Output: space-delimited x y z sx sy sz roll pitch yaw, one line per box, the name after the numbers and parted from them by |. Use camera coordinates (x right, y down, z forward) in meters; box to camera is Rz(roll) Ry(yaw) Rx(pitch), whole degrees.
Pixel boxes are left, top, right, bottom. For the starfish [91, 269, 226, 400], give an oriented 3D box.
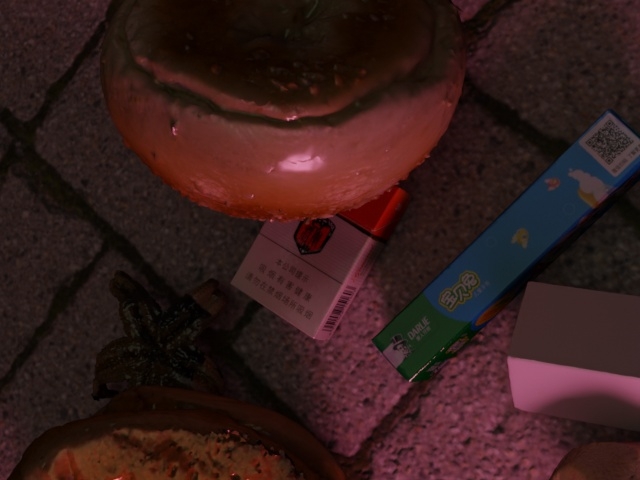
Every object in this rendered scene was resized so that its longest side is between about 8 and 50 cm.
-0.156 0.120 0.872 0.147 0.074 0.189 -2 84 16 | starfish

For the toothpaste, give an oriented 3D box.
0.158 0.009 0.758 0.266 0.065 0.050 -46 73 11 | toothpaste

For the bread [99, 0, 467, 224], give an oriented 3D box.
-0.026 -0.134 0.761 0.306 0.158 0.305 1 46 -1 | bread

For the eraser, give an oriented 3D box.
0.292 0.099 0.668 0.298 0.078 0.076 7 52 23 | eraser

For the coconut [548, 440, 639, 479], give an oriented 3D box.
0.236 0.205 0.675 0.116 0.122 0.116 -19 68 59 | coconut

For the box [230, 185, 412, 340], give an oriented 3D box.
0.000 0.000 0.833 0.100 0.048 0.152 31 96 22 | box

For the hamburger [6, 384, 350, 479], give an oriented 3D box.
-0.110 0.283 0.761 0.284 0.174 0.304 10 99 10 | hamburger
